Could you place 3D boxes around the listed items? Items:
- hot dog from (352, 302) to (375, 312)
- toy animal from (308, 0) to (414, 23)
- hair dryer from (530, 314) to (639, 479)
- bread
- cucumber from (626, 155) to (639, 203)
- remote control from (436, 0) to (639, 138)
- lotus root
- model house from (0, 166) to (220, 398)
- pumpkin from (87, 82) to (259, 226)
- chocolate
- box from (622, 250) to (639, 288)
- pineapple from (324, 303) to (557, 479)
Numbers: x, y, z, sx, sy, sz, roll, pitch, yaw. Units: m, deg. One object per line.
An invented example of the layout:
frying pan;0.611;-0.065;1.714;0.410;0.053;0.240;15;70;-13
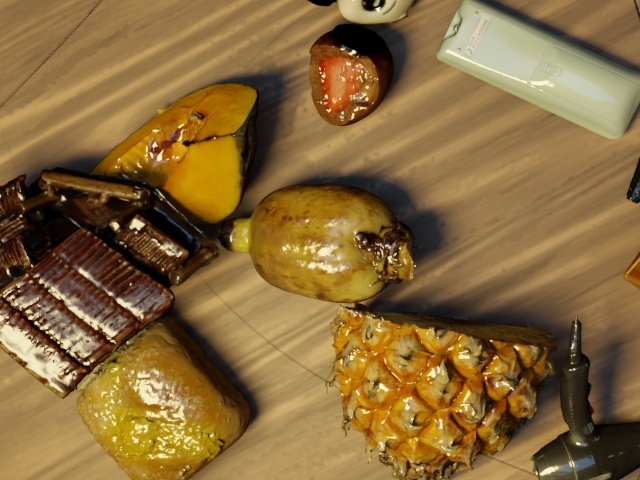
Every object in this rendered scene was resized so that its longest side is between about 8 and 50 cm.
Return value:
hot dog;0.065;0.169;1.435;0.078;0.061;0.169;-17;100;-33
toy animal;0.061;-0.398;1.384;0.179;0.138;0.166;29;112;12
hair dryer;0.391;0.221;1.332;0.235;0.091;0.272;-17;117;1
bread;-0.246;0.240;1.432;0.195;0.176;0.246;-43;85;6
cucumber;0.469;-0.115;1.377;0.033;0.034;0.135;22;94;13
remote control;0.317;-0.249;1.391;0.293;0.051;0.103;26;96;9
lotus root;0.000;0.000;1.405;0.314;0.141;0.169;9;90;18
model house;-0.368;0.039;1.346;0.317;0.282;0.297;44;131;-1
pumpkin;-0.183;-0.124;1.449;0.312;0.169;0.148;-11;126;30
chocolate;0.038;-0.234;1.403;0.133;0.127;0.124;-58;44;36
box;0.499;0.075;1.255;0.174;0.274;0.076;37;97;7
pineapple;0.172;0.250;1.316;0.344;0.209;0.286;7;95;-6
